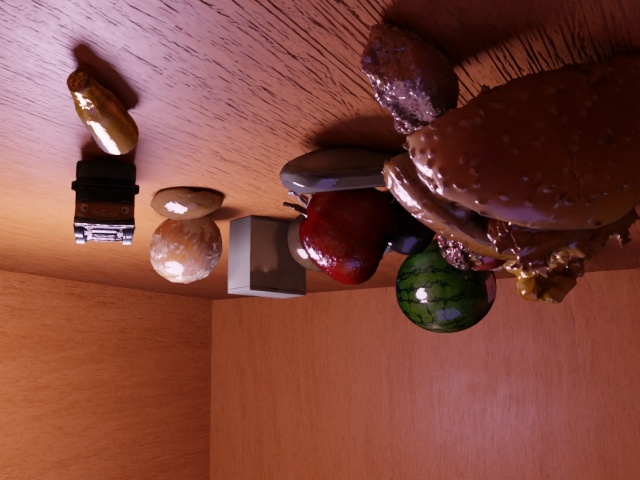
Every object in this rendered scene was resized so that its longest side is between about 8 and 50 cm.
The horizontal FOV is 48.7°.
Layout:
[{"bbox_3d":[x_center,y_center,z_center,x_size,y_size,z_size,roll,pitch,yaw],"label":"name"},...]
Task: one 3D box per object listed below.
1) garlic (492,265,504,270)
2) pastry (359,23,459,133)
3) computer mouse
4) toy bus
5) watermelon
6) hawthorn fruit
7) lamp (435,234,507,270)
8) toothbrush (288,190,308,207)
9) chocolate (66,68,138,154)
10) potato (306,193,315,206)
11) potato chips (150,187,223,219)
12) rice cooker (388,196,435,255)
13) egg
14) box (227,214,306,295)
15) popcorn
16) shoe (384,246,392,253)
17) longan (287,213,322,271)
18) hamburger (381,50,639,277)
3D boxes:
[{"bbox_3d":[0.526,-0.010,2.157,0.229,0.178,0.143,15,-156,13],"label":"garlic"},{"bbox_3d":[0.140,-0.228,1.030,0.112,0.103,0.265,3,174,17],"label":"pastry"},{"bbox_3d":[0.077,-0.149,1.469,0.330,0.095,0.197,-6,-173,-18],"label":"computer mouse"},{"bbox_3d":[-0.486,-0.082,1.598,0.138,0.167,0.275,2,173,-17],"label":"toy bus"},{"bbox_3d":[0.436,0.162,2.504,0.362,0.364,0.363,-1,169,0],"label":"watermelon"},{"bbox_3d":[0.041,-0.036,1.608,0.265,0.230,0.210,28,176,-9],"label":"hawthorn fruit"},{"bbox_3d":[0.402,-0.015,1.869,0.226,0.227,0.227,-1,169,0],"label":"lamp"},{"bbox_3d":[-0.051,-0.107,1.890,0.019,0.013,0.193,3,170,15],"label":"toothbrush"},{"bbox_3d":[-0.358,-0.214,1.155,0.085,0.086,0.219,0,166,-2],"label":"chocolate"},{"bbox_3d":[0.029,-0.111,1.752,0.086,0.061,0.122,6,165,-31],"label":"potato"},{"bbox_3d":[-0.355,-0.087,1.859,0.208,0.062,0.195,-8,169,23],"label":"potato chips"},{"bbox_3d":[0.228,-0.058,1.731,0.142,0.203,0.118,25,142,4],"label":"rice cooker"},{"bbox_3d":[-0.387,0.019,2.040,0.203,0.204,0.245,9,144,-42],"label":"egg"},{"bbox_3d":[-0.164,0.056,2.180,0.224,0.225,0.117,10,165,-42],"label":"box"},{"bbox_3d":[0.610,0.022,1.914,0.225,0.332,0.265,24,138,-17],"label":"popcorn"},{"bbox_3d":[0.187,-0.009,2.205,0.103,0.100,0.251,-2,172,10],"label":"shoe"},{"bbox_3d":[0.000,0.000,2.011,0.197,0.198,0.212,-1,171,0],"label":"longan"},{"bbox_3d":[0.352,-0.100,1.063,0.445,0.287,0.268,-19,170,-20],"label":"hamburger"}]
